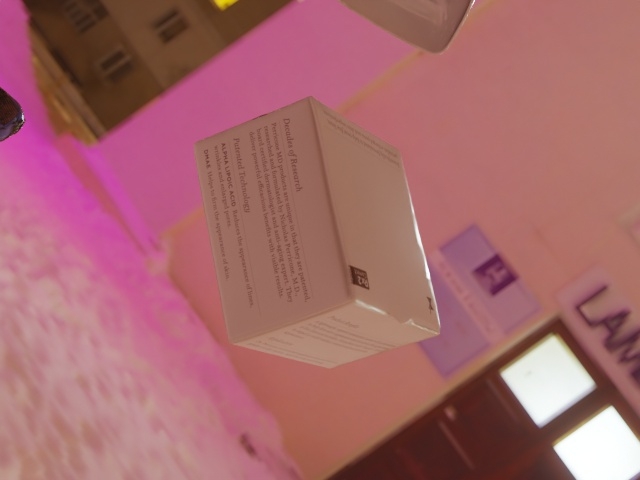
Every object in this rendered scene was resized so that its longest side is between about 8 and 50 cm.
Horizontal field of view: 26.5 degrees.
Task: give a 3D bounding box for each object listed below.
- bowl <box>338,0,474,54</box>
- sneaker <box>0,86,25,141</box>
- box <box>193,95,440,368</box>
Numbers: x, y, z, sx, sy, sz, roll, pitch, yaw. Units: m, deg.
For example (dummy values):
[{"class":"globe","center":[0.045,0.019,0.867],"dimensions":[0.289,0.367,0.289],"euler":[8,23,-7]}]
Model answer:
[{"class":"bowl","center":[0.083,-0.255,1.247],"dimensions":[0.142,0.053,0.142],"euler":[31,-34,5]},{"class":"sneaker","center":[-0.432,-0.188,1.551],"dimensions":[0.221,0.083,0.087],"euler":[33,-30,7]},{"class":"box","center":[0.000,0.000,1.153],"dimensions":[0.181,0.119,0.182],"euler":[24,51,-60]}]
